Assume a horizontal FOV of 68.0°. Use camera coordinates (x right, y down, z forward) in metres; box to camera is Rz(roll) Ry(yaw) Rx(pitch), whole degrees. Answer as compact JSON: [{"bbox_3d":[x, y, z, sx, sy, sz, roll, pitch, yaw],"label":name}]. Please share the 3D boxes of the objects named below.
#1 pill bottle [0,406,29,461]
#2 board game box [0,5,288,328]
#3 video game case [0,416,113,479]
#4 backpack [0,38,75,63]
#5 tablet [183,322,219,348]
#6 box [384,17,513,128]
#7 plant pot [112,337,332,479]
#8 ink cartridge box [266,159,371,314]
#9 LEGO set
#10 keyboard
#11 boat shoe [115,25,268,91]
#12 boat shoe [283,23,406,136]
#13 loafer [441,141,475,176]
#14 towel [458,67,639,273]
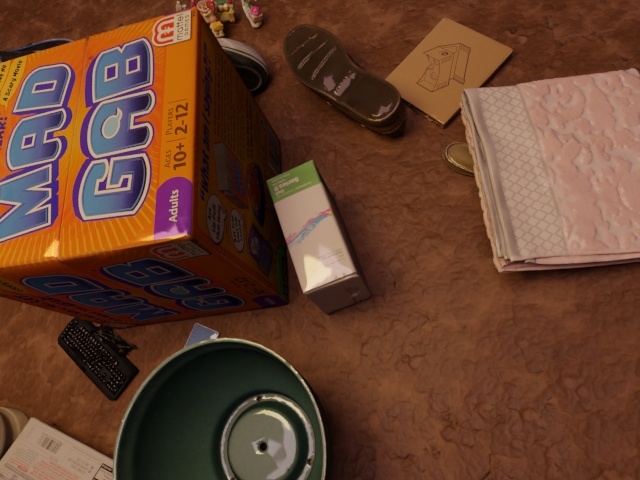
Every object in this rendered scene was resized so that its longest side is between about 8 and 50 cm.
[{"bbox_3d":[-0.631,0.339,0.779,0.154,0.264,0.153,-5,70,14],"label":"pill bottle"},{"bbox_3d":[-0.284,-0.079,0.790,0.357,0.356,0.355,-9,67,12],"label":"board game box"},{"bbox_3d":[-0.438,0.452,0.756,0.270,0.061,0.244,14,56,22],"label":"video game case"},{"bbox_3d":[-0.531,-0.285,0.996,0.264,0.213,0.276,-8,103,20],"label":"backpack"},{"bbox_3d":[-0.223,0.197,0.863,0.054,0.006,0.083,18,76,20],"label":"tablet"},{"bbox_3d":[0.242,-0.333,0.929,0.164,0.021,0.201,41,85,24],"label":"box"},{"bbox_3d":[-0.110,0.304,0.687,0.294,0.196,0.292,-5,68,14],"label":"plant pot"},{"bbox_3d":[0.000,0.000,0.795,0.093,0.154,0.212,-24,66,5],"label":"ink cartridge box"},{"bbox_3d":[-0.275,-0.494,1.039,0.287,0.107,0.132,-33,75,-16],"label":"LEGO set"},{"bbox_3d":[-0.426,0.206,0.898,0.192,0.038,0.100,33,81,23],"label":"keyboard"},{"bbox_3d":[-0.232,-0.315,0.918,0.119,0.336,0.121,58,135,22],"label":"boat shoe"},{"bbox_3d":[0.041,-0.303,0.931,0.111,0.104,0.307,-43,67,6],"label":"boat shoe"},{"bbox_3d":[0.283,-0.137,0.827,0.148,0.050,0.056,28,77,21],"label":"loafer"},{"bbox_3d":[0.406,-0.121,0.756,0.318,0.053,0.331,-6,70,-1],"label":"towel"}]
